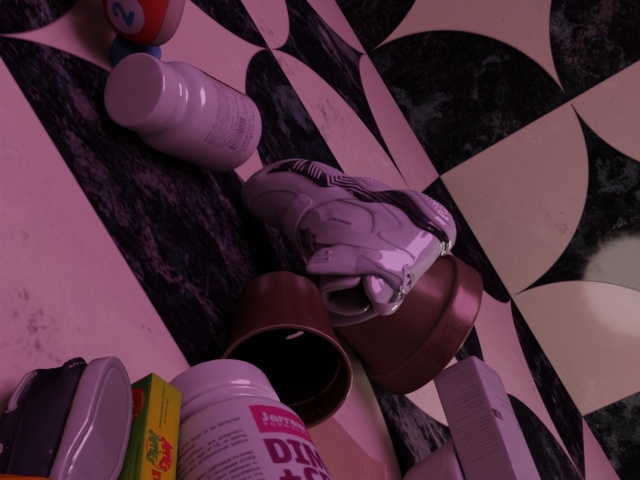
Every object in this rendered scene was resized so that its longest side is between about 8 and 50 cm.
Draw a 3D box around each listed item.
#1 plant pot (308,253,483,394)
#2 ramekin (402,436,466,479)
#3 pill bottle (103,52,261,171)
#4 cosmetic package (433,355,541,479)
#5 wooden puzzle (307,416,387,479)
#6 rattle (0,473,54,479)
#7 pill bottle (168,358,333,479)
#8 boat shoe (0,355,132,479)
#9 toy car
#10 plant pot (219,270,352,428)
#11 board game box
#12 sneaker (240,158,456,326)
[{"bbox_3d":[0.106,0.097,1.380,0.229,0.263,0.263,34,27,-15],"label":"plant pot"},{"bbox_3d":[0.233,0.459,1.297,0.273,0.127,0.272,48,23,-28],"label":"ramekin"},{"bbox_3d":[-0.196,-0.184,1.168,0.229,0.131,0.131,17,47,-62],"label":"pill bottle"},{"bbox_3d":[0.266,0.310,1.275,0.117,0.086,0.231,35,29,-47],"label":"cosmetic package"},{"bbox_3d":[0.003,0.320,1.081,0.238,0.044,0.221,46,24,-22],"label":"wooden puzzle"},{"bbox_3d":[-0.273,0.101,0.563,0.130,0.143,0.199,72,-4,-51],"label":"rattle"},{"bbox_3d":[-0.065,0.250,0.757,0.160,0.160,0.283,42,7,-39],"label":"pill bottle"},{"bbox_3d":[-0.224,0.217,0.620,0.302,0.091,0.114,-82,163,-55],"label":"boat shoe"},{"bbox_3d":[-0.318,-0.385,1.142,0.238,0.219,0.210,8,49,-28],"label":"toy car"},{"bbox_3d":[-0.051,0.134,1.056,0.167,0.167,0.165,50,14,-25],"label":"plant pot"},{"bbox_3d":[-0.176,0.216,0.720,0.043,0.092,0.181,46,24,-35],"label":"board game box"},{"bbox_3d":[0.000,0.000,1.218,0.210,0.366,0.137,-53,146,-37],"label":"sneaker"}]
